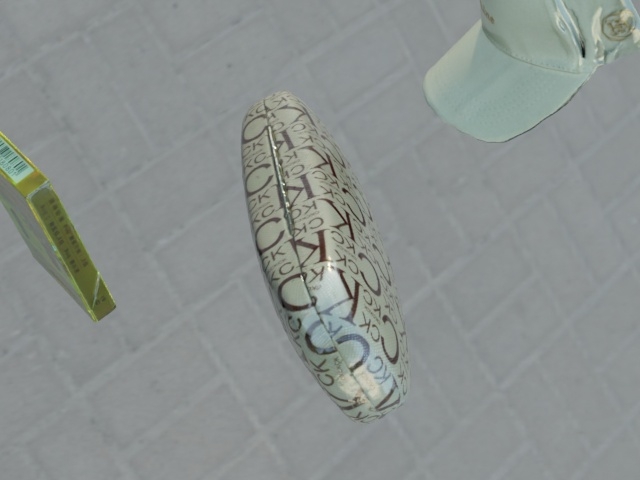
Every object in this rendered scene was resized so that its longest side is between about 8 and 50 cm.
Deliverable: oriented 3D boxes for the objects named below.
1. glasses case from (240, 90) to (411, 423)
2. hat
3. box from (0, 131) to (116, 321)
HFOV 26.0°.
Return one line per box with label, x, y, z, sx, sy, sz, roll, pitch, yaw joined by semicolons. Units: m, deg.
glasses case;0.000;0.000;1.070;0.137;0.085;0.355;56;10;-30
hat;0.203;-0.262;1.470;0.168;0.301;0.258;32;34;-26
box;-0.260;-0.017;1.291;0.030;0.121;0.193;-38;144;-15
